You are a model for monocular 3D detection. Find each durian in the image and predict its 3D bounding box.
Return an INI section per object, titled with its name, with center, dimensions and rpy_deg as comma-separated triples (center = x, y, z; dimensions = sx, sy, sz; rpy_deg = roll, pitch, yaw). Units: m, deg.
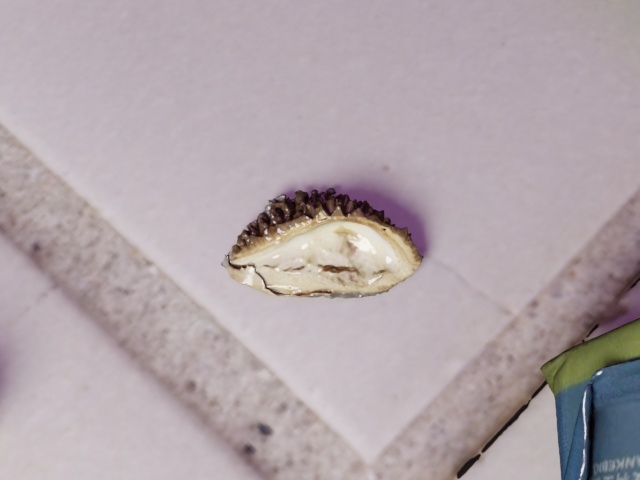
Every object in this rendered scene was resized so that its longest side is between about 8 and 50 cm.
[durian]
center = 0.001, 0.000, 0.682
dimensions = 0.130, 0.052, 0.066
rpy_deg = 0, 109, 5

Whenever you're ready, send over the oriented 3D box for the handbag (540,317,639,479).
[handbag]
center = 0.233, 0.155, 0.497
dimensions = 0.222, 0.263, 0.241
rpy_deg = 9, 66, -22
